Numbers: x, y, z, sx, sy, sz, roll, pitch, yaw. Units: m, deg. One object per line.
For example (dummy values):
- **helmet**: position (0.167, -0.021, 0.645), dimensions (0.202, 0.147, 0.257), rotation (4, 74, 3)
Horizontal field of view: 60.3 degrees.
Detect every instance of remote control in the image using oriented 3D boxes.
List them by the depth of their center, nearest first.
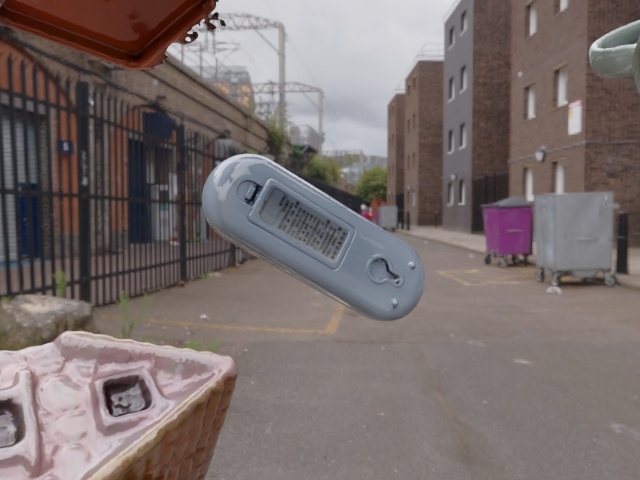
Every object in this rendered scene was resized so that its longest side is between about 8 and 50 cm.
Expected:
- **remote control**: position (0.000, 0.000, 0.536), dimensions (0.244, 0.087, 0.047), rotation (30, -18, -15)

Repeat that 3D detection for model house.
- **model house**: position (-0.153, 0.184, 0.331), dimensions (0.237, 0.202, 0.237), rotation (-6, 42, -31)

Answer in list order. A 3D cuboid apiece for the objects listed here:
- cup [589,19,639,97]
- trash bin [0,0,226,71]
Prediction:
- **cup**: position (0.469, -0.255, 0.653), dimensions (0.258, 0.186, 0.234), rotation (9, 46, 45)
- **trash bin**: position (-0.146, -0.258, 0.398), dimensions (0.161, 0.239, 0.184), rotation (-18, -15, 38)
